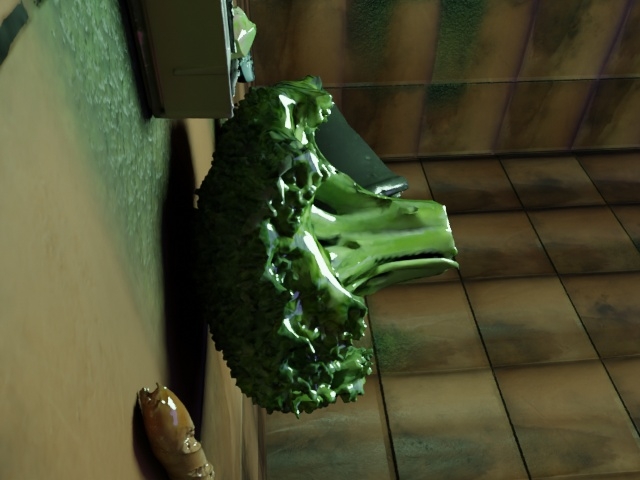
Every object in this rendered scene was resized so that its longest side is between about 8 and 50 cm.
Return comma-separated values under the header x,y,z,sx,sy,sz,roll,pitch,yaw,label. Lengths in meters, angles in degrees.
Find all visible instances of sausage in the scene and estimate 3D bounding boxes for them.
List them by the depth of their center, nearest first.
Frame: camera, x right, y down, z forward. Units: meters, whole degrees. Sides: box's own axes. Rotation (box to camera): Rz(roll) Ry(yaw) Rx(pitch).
x,y,z,sx,sy,sz,roll,pitch,yaw,label
-0.109,0.161,0.429,0.036,0.042,0.158,-49,154,-33,sausage

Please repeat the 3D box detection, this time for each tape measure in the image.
x,y,z,sx,sy,sz,roll,pitch,yaw,label
-0.195,-0.443,1.398,0.091,0.054,0.094,82,0,-55,tape measure

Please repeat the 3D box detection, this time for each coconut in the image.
x,y,z,sx,sy,sz,roll,pitch,yaw,label
-0.145,-0.339,0.910,0.083,0.081,0.082,-75,151,-74,coconut

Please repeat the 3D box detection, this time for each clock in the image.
x,y,z,sx,sy,sz,roll,pitch,yaw,label
-0.110,-0.213,0.452,0.147,0.071,0.192,-98,-174,-49,clock

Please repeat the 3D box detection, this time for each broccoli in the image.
x,y,z,sx,sy,sz,roll,pitch,yaw,label
-0.022,0.004,0.654,0.249,0.301,0.376,-18,-103,46,broccoli

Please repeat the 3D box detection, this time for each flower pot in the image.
x,y,z,sx,sy,sz,roll,pitch,yaw,label
-0.048,-0.129,1.022,0.379,0.379,0.251,159,-92,-86,flower pot
